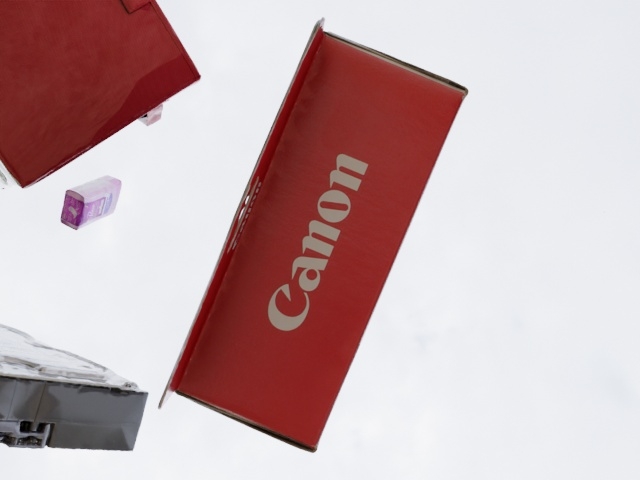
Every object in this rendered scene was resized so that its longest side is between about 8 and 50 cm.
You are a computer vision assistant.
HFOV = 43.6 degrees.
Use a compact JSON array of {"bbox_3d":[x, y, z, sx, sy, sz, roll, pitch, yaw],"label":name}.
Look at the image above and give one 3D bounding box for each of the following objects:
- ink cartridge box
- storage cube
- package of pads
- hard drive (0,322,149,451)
[{"bbox_3d":[0.000,0.000,0.677,0.130,0.272,0.310,22,-86,1],"label":"ink cartridge box"},{"bbox_3d":[-0.262,-0.173,0.749,0.193,0.183,0.215,-37,-71,-21],"label":"storage cube"},{"bbox_3d":[-0.287,-0.049,1.006,0.032,0.083,0.050,26,-65,13],"label":"package of pads"},{"bbox_3d":[-0.347,0.108,0.720,0.338,0.237,0.064,11,-96,43],"label":"hard drive"}]
